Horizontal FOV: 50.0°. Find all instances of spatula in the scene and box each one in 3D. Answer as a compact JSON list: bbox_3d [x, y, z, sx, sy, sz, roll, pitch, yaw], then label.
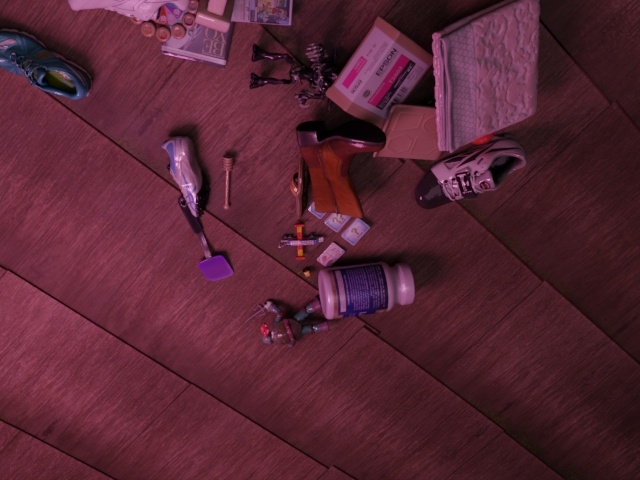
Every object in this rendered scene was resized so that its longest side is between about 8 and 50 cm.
[{"bbox_3d":[-0.340,-0.001,1.959,0.084,0.030,0.297,-20,118,3],"label":"spatula"}]

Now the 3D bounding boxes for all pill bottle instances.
[{"bbox_3d":[0.134,0.142,2.025,0.264,0.153,0.153,-7,118,-8],"label":"pill bottle"}]

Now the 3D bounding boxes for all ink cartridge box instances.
[{"bbox_3d":[0.154,-0.417,1.733,0.193,0.088,0.235,10,123,-53],"label":"ink cartridge box"}]

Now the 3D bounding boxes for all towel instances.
[{"bbox_3d":[0.419,-0.410,1.699,0.316,0.053,0.332,-27,131,-18],"label":"towel"}]

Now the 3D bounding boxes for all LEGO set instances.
[{"bbox_3d":[0.000,0.000,1.994,0.182,0.060,0.244,37,107,-19],"label":"LEGO set"}]

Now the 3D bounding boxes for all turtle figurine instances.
[{"bbox_3d":[-0.098,0.264,2.087,0.234,0.118,0.175,-19,118,-4],"label":"turtle figurine"}]

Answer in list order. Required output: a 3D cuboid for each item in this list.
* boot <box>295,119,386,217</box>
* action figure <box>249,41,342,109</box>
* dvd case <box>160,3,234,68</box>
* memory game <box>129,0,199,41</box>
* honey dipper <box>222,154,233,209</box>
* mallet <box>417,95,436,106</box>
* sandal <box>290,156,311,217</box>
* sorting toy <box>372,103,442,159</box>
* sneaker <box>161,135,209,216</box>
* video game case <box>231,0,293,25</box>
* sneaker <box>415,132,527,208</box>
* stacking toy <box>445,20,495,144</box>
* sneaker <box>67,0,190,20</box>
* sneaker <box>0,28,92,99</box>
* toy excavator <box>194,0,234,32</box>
[{"bbox_3d":[0.071,-0.170,1.802,0.263,0.096,0.281,4,128,26],"label":"boot"},{"bbox_3d":[-0.038,-0.417,1.729,0.275,0.141,0.164,4,105,-8],"label":"action figure"},{"bbox_3d":[-0.294,-0.552,1.692,0.164,0.018,0.221,11,115,-13],"label":"dvd case"},{"bbox_3d":[-0.382,-0.574,1.656,0.186,0.012,0.186,1,114,2],"label":"memory game"},{"bbox_3d":[-0.259,-0.158,1.894,0.030,0.030,0.161,3,120,-9],"label":"honey dipper"},{"bbox_3d":[0.301,-0.382,1.792,0.189,0.039,0.062,-13,121,50],"label":"mallet"},{"bbox_3d":[-0.061,-0.150,1.908,0.049,0.072,0.180,15,119,15],"label":"sandal"},{"bbox_3d":[0.257,-0.294,1.847,0.208,0.038,0.193,-2,145,-15],"label":"sorting toy"},{"bbox_3d":[-0.361,-0.172,1.850,0.086,0.085,0.237,1,122,20],"label":"sneaker"},{"bbox_3d":[-0.155,-0.630,1.654,0.183,0.023,0.202,1,109,-10],"label":"video game case"},{"bbox_3d":[0.418,-0.178,1.910,0.330,0.146,0.122,-31,118,10],"label":"sneaker"},{"bbox_3d":[0.402,-0.403,1.806,0.141,0.141,0.331,-14,123,0],"label":"stacking toy"},{"bbox_3d":[-0.444,-0.569,1.599,0.296,0.111,0.129,-9,119,8],"label":"sneaker"},{"bbox_3d":[-0.686,-0.423,1.654,0.275,0.110,0.107,22,112,-17],"label":"sneaker"},{"bbox_3d":[-0.167,-0.726,1.464,0.222,0.433,0.446,16,78,-15],"label":"toy excavator"}]
